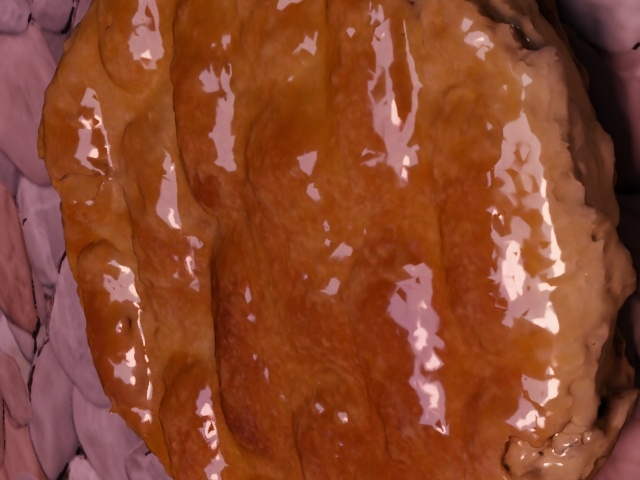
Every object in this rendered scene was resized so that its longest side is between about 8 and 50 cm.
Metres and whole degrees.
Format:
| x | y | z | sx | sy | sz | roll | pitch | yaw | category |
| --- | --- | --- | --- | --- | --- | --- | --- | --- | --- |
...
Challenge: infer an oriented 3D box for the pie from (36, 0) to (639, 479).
| x | y | z | sx | sy | sz | roll | pitch | yaw | category |
| --- | --- | --- | --- | --- | --- | --- | --- | --- | --- |
| 0.000 | 0.000 | 0.740 | 0.339 | 0.083 | 0.339 | 15 | 111 | 45 | pie |
